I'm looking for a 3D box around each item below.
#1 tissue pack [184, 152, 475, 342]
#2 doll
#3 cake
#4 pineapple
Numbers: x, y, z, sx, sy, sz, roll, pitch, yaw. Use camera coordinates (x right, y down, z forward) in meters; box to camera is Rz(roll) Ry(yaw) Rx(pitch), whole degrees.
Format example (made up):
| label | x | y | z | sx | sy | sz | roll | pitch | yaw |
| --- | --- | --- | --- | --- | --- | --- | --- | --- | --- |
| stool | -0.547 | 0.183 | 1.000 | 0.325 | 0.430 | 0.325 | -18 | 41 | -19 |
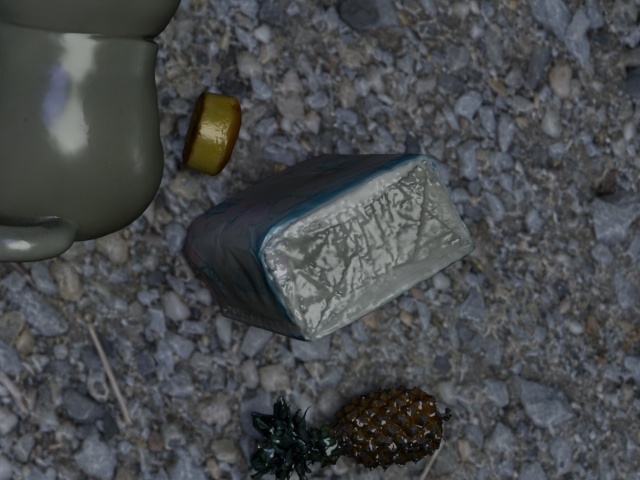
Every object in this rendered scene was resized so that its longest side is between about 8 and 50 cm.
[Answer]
| label | x | y | z | sx | sy | sz | roll | pitch | yaw |
| --- | --- | --- | --- | --- | --- | --- | --- | --- | --- |
| tissue pack | 0.002 | -0.001 | 1.890 | 0.201 | 0.271 | 0.124 | -25 | 100 | -17 |
| doll | -0.237 | -0.167 | 1.824 | 0.215 | 0.226 | 0.370 | 8 | 94 | -8 |
| cake | -0.106 | -0.106 | 1.948 | 0.044 | 0.084 | 0.084 | 17 | 87 | -13 |
| pineapple | 0.033 | 0.193 | 2.006 | 0.221 | 0.103 | 0.083 | -8 | 61 | -18 |
